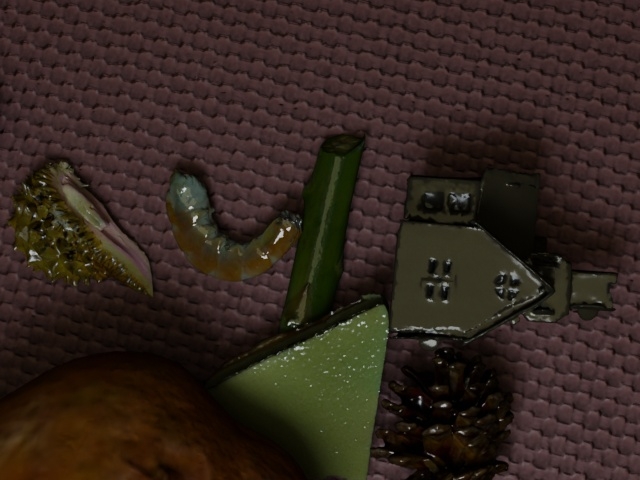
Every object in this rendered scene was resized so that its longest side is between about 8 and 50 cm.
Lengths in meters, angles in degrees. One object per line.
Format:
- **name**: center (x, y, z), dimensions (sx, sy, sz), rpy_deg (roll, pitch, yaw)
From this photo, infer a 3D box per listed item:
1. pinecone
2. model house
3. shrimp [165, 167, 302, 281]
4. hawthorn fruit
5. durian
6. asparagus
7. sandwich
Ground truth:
- **pinecone**: center (0.143, 0.222, 1.307), dimensions (0.150, 0.179, 0.195), rpy_deg (17, 97, 30)
- **model house**: center (0.215, 0.022, 1.279), dimensions (0.243, 0.211, 0.204), rpy_deg (5, 92, 10)
- **shrimp**: center (-0.108, -0.030, 1.374), dimensions (0.166, 0.049, 0.161), rpy_deg (-20, 93, 26)
- **hawthorn fruit**: center (-0.226, 0.355, 1.187), dimensions (0.472, 0.472, 0.472), rpy_deg (0, 90, 5)
- **durian**: center (-0.300, 0.002, 1.396), dimensions (0.224, 0.078, 0.140), rpy_deg (35, 93, 6)
- **asparagus**: center (0.001, 0.000, 1.377), dimensions (0.067, 0.060, 0.278), rpy_deg (10, 91, -2)
- **sandwich**: center (0.014, 0.196, 1.347), dimensions (0.245, 0.063, 0.212), rpy_deg (-26, 111, 12)
